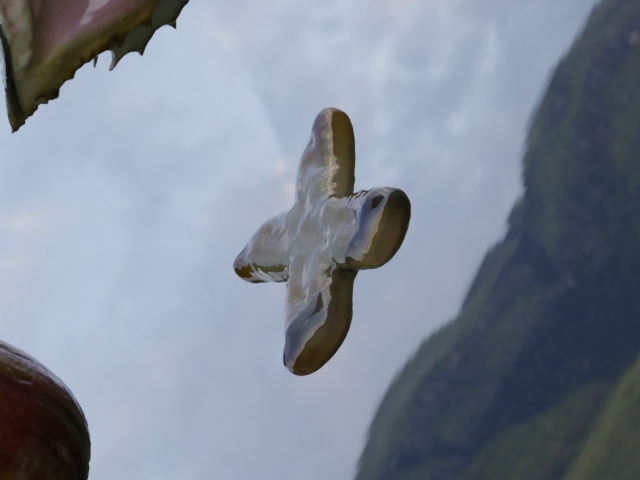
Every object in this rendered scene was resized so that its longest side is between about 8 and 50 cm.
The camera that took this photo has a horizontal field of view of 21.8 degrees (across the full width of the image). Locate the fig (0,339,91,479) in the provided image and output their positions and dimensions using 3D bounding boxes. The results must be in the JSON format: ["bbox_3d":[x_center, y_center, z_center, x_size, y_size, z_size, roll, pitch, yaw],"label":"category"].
[{"bbox_3d":[-0.341,0.198,1.605,0.224,0.263,0.224,-30,-6,-3],"label":"fig"}]

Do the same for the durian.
[{"bbox_3d":[-0.164,-0.247,1.131,0.185,0.196,0.305,-131,25,-69],"label":"durian"}]

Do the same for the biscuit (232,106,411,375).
[{"bbox_3d":[0.001,-0.001,1.289,0.164,0.047,0.208,-58,23,13],"label":"biscuit"}]
